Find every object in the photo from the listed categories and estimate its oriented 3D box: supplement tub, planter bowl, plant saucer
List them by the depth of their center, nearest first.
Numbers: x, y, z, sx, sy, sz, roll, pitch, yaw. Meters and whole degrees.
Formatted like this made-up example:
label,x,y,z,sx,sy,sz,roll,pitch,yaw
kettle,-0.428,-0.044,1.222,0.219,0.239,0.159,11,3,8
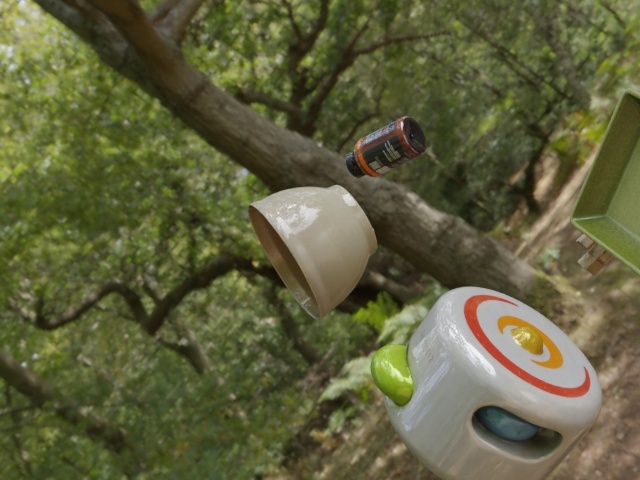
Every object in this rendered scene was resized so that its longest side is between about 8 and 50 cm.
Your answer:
label,x,y,z,sx,sy,sz,roll,pitch,yaw
plant saucer,0.402,-0.064,1.036,0.188,0.045,0.188,-127,49,-56
planter bowl,0.000,0.000,1.043,0.109,0.162,0.162,-31,-11,-12
supplement tub,0.156,-0.222,2.127,0.198,0.106,0.106,-23,13,36

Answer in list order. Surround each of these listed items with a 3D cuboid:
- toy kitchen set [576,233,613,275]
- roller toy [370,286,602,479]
label,x,y,z,sx,sy,sz,roll,pitch,yaw
toy kitchen set,0.423,0.021,1.257,0.083,0.068,0.075,-47,39,15
roller toy,0.175,0.145,0.865,0.209,0.191,0.146,-5,-47,-50
